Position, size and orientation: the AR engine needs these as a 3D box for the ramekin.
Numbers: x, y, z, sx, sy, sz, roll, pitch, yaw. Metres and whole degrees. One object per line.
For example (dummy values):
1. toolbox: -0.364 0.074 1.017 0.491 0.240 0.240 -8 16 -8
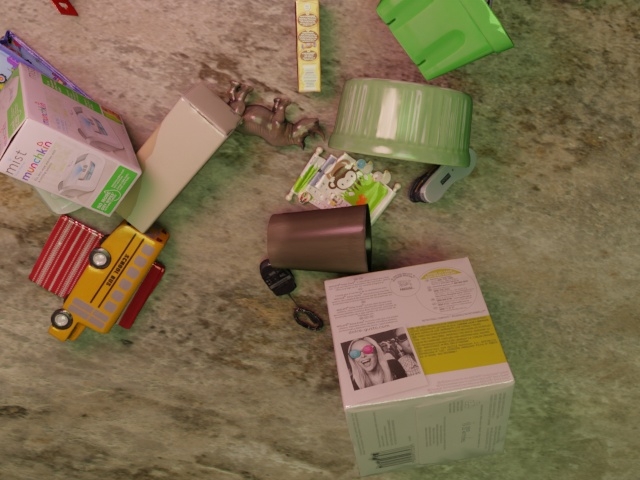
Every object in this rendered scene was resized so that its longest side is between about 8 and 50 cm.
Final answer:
1. ramekin: 0.174 -0.249 1.332 0.303 0.303 0.148 7 100 -6

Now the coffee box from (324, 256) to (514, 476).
1. coffee box: 0.210 0.285 1.427 0.338 0.334 0.338 -10 137 0

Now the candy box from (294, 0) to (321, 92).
1. candy box: -0.027 -0.418 1.358 0.053 0.109 0.187 -4 109 -2

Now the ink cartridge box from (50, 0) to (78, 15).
1. ink cartridge box: -0.542 -0.575 1.264 0.078 0.134 0.231 -28 108 5

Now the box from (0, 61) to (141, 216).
1. box: -0.505 -0.197 1.241 0.231 0.262 0.127 28 109 -40

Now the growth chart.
1. growth chart: 0.058 -0.123 1.504 0.237 0.021 0.172 25 105 -13

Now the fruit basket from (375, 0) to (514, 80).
1. fruit basket: 0.293 -0.524 1.208 0.392 0.392 0.283 -38 106 9

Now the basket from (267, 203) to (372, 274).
1. basket: 0.000 0.000 1.461 0.226 0.154 0.204 0 152 8

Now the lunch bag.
1. lunch bag: -0.623 -0.265 1.380 0.293 0.138 0.221 38 102 -30

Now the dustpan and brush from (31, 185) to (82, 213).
1. dustpan and brush: -0.535 -0.135 1.418 0.211 0.060 0.147 -26 140 -8

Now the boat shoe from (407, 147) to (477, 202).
1. boat shoe: 0.283 -0.155 1.489 0.183 0.083 0.065 -41 108 -19

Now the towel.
1. towel: -0.539 0.079 1.530 0.274 0.031 0.199 30 104 -11

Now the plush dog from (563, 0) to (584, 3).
1. plush dog: 0.511 -0.621 1.255 0.210 0.262 0.225 11 98 -6

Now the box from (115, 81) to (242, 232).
1. box: -0.319 -0.177 1.365 0.121 0.148 0.311 41 114 -12

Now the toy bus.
1. toy bus: -0.494 0.095 1.466 0.130 0.108 0.333 32 103 -14

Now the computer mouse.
1. computer mouse: -0.070 0.135 1.576 0.071 0.041 0.242 -28 114 15

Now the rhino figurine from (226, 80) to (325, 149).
1. rhino figurine: -0.103 -0.268 1.420 0.243 0.073 0.106 19 100 -7
